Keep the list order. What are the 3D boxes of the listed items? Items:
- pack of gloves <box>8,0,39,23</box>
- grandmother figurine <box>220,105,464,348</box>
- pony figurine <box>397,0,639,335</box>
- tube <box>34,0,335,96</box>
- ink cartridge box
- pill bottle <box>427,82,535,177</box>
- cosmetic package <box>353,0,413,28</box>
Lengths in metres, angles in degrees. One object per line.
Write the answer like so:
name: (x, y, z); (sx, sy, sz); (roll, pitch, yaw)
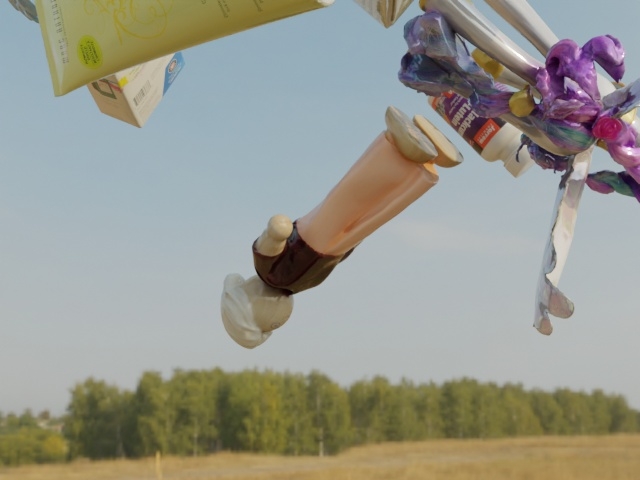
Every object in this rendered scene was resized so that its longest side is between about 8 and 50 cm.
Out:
pack of gloves: (-0.466, -0.413, 1.296); (0.195, 0.046, 0.232); (8, -44, 46)
grandmother figurine: (0.000, 0.000, 1.006); (0.342, 0.104, 0.207); (-47, -33, 24)
pony figurine: (0.252, -0.123, 0.870); (0.303, 0.363, 0.351); (-58, -13, 31)
tube: (-0.105, -0.165, 0.613); (0.240, 0.070, 0.062); (-6, -33, 27)
ink cartridge box: (-0.276, -0.279, 1.236); (0.078, 0.134, 0.231); (24, -21, 15)
pill bottle: (0.272, -0.195, 1.415); (0.108, 0.193, 0.108); (-40, -14, -12)
cosmetic package: (-0.007, -0.129, 0.293); (0.115, 0.041, 0.060); (41, -2, 8)
